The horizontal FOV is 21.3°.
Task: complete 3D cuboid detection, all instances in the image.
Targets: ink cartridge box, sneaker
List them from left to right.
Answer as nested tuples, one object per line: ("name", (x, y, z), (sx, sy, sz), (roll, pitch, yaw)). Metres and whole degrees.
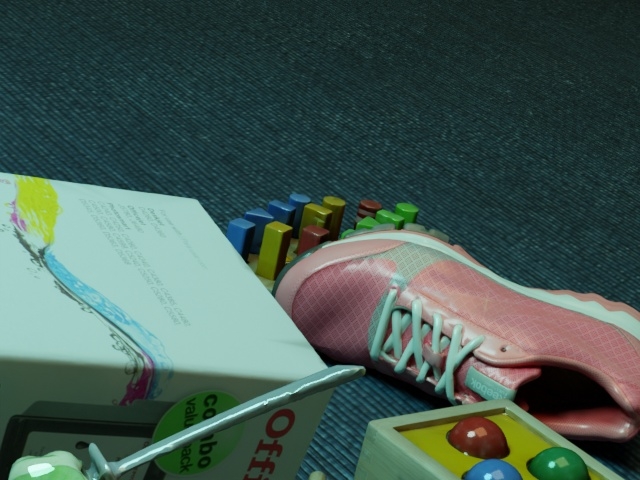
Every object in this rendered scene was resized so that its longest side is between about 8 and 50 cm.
("ink cartridge box", (-0.174, 0.090, 0.899), (0.270, 0.198, 0.197), (7, 26, -34))
("sneaker", (0.114, 0.076, 1.292), (0.314, 0.116, 0.136), (14, 22, 1))

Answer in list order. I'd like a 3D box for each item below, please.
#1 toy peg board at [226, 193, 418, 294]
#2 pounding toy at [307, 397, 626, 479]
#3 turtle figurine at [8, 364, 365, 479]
("toy peg board", (0.000, 0.000, 1.470), (0.161, 0.079, 0.161), (22, 22, 22))
("pounding toy", (0.061, 0.158, 1.073), (0.206, 0.094, 0.181), (-4, 27, -40))
("turtle figurine", (-0.129, 0.196, 0.724), (0.266, 0.197, 0.274), (5, 36, 17))
